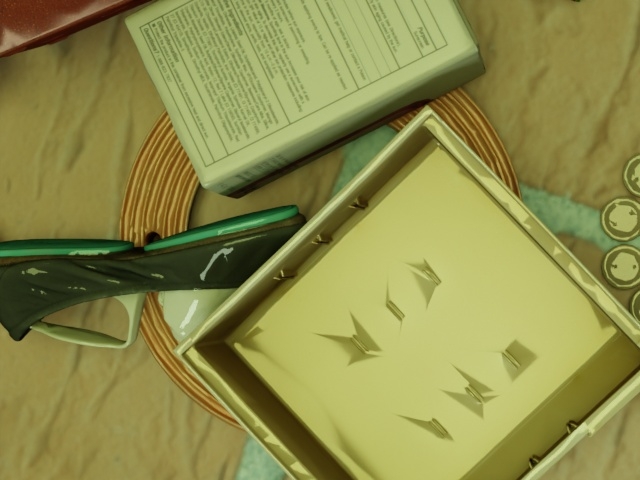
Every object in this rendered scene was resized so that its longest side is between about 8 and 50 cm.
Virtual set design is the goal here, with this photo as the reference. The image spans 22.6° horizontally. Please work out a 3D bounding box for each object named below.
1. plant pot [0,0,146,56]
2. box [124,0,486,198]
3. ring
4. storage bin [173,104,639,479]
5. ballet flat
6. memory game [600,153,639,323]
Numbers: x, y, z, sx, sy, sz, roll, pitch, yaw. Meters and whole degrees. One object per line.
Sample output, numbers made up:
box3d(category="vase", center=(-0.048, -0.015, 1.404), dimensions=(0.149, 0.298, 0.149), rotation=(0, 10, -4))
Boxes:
box3d(category="plant pot", center=(-0.207, -0.284, 1.246), dimensions=(0.267, 0.267, 0.235), rotation=(-21, 98, 8))
box3d(category="box", center=(-0.008, -0.149, 1.236), dimensions=(0.232, 0.127, 0.148), rotation=(-26, 83, 7))
box3d(category="ring", center=(0.000, 0.000, 1.311), dimensions=(0.337, 0.032, 0.336), rotation=(0, 88, 8))
box3d(category="storage bin", center=(0.081, 0.086, 1.219), dimensions=(0.262, 0.123, 0.260), rotation=(-44, 83, 5))
box3d(category="ballet flat", center=(-0.136, 0.034, 1.277), dimensions=(0.281, 0.095, 0.096), rotation=(-7, 98, 20))
box3d(category="memory game", center=(0.313, -0.002, 1.271), dimensions=(0.186, 0.012, 0.186), rotation=(0, 89, 10))
